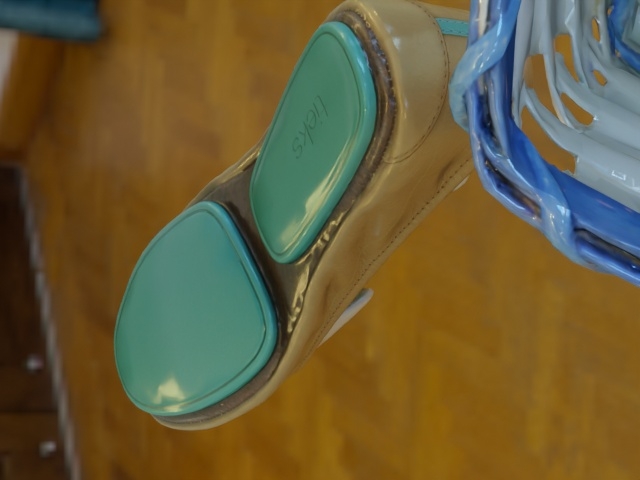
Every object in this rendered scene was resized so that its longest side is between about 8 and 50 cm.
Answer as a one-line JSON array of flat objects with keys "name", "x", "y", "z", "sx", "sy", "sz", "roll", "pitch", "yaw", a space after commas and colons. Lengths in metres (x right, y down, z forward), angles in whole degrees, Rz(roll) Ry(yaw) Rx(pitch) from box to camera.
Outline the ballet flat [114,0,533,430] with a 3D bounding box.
[{"name": "ballet flat", "x": 0.000, "y": 0.000, "z": 0.677, "sx": 0.232, "sy": 0.073, "sz": 0.080, "roll": -48, "pitch": 56, "yaw": 52}]

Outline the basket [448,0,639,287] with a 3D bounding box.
[{"name": "basket", "x": 0.134, "y": -0.083, "z": 0.343, "sx": 0.289, "sy": 0.201, "sz": 0.255, "roll": -46, "pitch": -26, "yaw": -69}]
